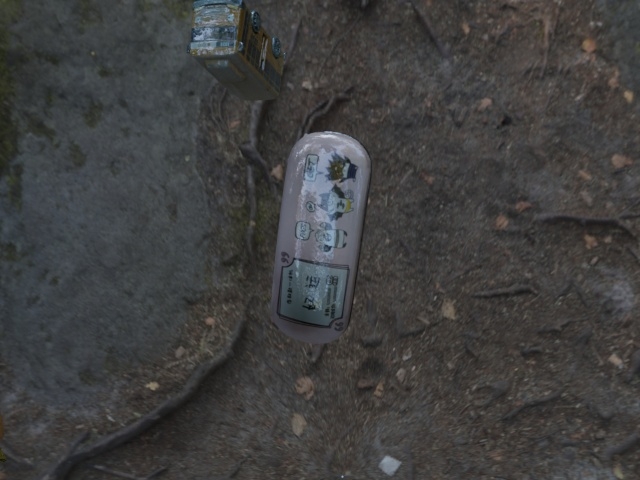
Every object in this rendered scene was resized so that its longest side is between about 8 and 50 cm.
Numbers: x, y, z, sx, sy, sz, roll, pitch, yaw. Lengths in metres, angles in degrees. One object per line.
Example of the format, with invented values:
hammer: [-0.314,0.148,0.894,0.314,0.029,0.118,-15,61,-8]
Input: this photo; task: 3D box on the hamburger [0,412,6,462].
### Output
hamburger: [-0.530,0.251,1.007,0.093,0.164,0.189,-20,38,-15]

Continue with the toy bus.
toy bus: [-0.129,-0.292,1.078,0.091,0.182,0.103,3,79,19]

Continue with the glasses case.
glasses case: [0.000,0.000,0.996,0.122,0.075,0.314,11,107,12]
